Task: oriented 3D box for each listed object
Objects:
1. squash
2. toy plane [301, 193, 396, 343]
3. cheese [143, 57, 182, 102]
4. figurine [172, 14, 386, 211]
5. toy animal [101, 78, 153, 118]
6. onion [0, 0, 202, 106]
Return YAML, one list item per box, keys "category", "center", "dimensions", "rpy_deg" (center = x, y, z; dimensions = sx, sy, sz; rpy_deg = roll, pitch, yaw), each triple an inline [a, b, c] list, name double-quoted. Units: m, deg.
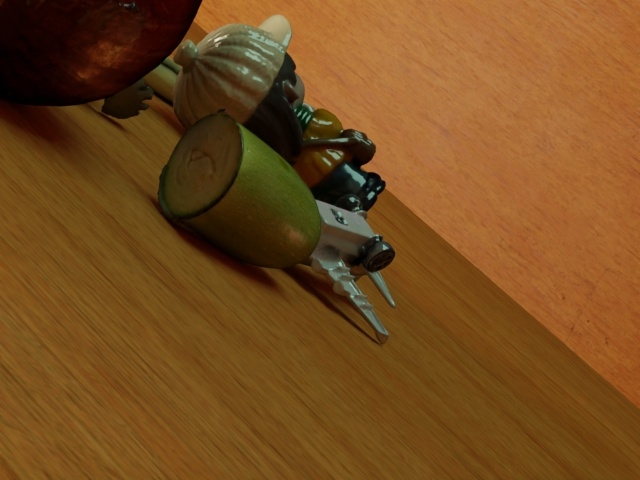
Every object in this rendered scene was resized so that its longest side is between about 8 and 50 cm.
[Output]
- category: "squash"
  center: [-0.067, -0.033, 1.507]
  dimensions: [0.186, 0.123, 0.123]
  rpy_deg: [39, 6, -40]
- category: "toy plane"
  center: [0.004, -0.003, 1.704]
  dimensions: [0.255, 0.101, 0.251]
  rpy_deg: [29, 24, -53]
- category: "cheese"
  center: [-0.208, -0.226, 2.189]
  dimensions: [0.251, 0.054, 0.127]
  rpy_deg: [37, 7, -18]
- category: "figurine"
  center: [-0.064, -0.151, 2.052]
  dimensions: [0.332, 0.185, 0.204]
  rpy_deg: [55, 33, 3]
- category: "toy animal"
  center: [-0.287, -0.226, 1.670]
  dimensions: [0.214, 0.094, 0.186]
  rpy_deg: [32, -1, 7]
- category: "onion"
  center: [-0.244, -0.301, 1.408]
  dimensions: [0.341, 0.341, 0.341]
  rpy_deg: [38, 8, -6]
